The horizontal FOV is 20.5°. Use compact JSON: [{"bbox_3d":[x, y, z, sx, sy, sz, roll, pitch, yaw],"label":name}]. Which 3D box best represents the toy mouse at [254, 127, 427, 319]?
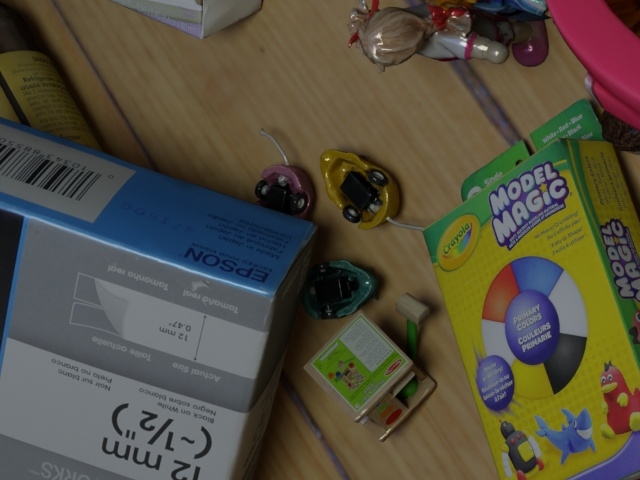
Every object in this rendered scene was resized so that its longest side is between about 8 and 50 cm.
[{"bbox_3d":[0.000,0.000,1.172,0.161,0.031,0.143,44,120,28],"label":"toy mouse"}]

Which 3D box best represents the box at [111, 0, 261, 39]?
[{"bbox_3d":[-0.180,-0.228,1.252,0.324,0.067,0.063,25,128,30],"label":"box"}]

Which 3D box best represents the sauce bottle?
[{"bbox_3d":[-0.238,-0.097,1.311,0.111,0.111,0.344,-44,66,35],"label":"sauce bottle"}]

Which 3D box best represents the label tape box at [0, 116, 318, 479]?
[{"bbox_3d":[-0.166,0.116,1.183,0.249,0.115,0.348,18,117,6],"label":"label tape box"}]

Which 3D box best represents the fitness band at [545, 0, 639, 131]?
[{"bbox_3d":[0.233,-0.117,0.784,0.291,0.054,0.209,35,83,36],"label":"fitness band"}]

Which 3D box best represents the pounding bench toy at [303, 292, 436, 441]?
[{"bbox_3d":[0.044,0.077,1.129,0.083,0.065,0.052,-46,62,0],"label":"pounding bench toy"}]

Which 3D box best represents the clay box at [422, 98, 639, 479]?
[{"bbox_3d":[0.135,0.040,1.026,0.127,0.053,0.222,-36,64,44],"label":"clay box"}]

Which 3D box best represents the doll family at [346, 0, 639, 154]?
[{"bbox_3d":[0.129,-0.129,0.960,0.263,0.163,0.118,22,109,36],"label":"doll family"}]
